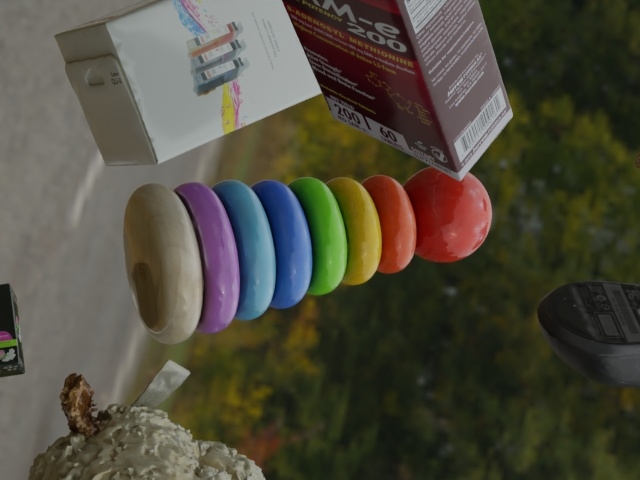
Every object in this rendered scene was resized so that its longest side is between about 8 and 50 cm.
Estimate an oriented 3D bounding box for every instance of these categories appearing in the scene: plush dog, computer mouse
[{"bbox_3d":[-0.125,0.235,1.457,0.225,0.262,0.210,46,-30,39],"label":"plush dog"},{"bbox_3d":[0.343,0.105,1.897,0.188,0.272,0.072,-96,-167,-54],"label":"computer mouse"}]

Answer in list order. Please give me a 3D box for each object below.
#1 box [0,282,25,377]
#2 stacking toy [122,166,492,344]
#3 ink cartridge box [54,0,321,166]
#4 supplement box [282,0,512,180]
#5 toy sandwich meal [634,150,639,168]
[{"bbox_3d":[-0.329,0.091,1.892,0.052,0.062,0.083,96,-14,-73],"label":"box"},{"bbox_3d":[0.000,0.000,1.693,0.141,0.330,0.141,172,-90,-69],"label":"stacking toy"},{"bbox_3d":[-0.111,-0.151,1.628,0.128,0.176,0.127,2,-66,64],"label":"ink cartridge box"},{"bbox_3d":[0.045,-0.156,1.340,0.073,0.130,0.239,-50,146,-18],"label":"supplement box"},{"bbox_3d":[0.329,-0.072,1.800,0.085,0.029,0.085,-50,-153,38],"label":"toy sandwich meal"}]
